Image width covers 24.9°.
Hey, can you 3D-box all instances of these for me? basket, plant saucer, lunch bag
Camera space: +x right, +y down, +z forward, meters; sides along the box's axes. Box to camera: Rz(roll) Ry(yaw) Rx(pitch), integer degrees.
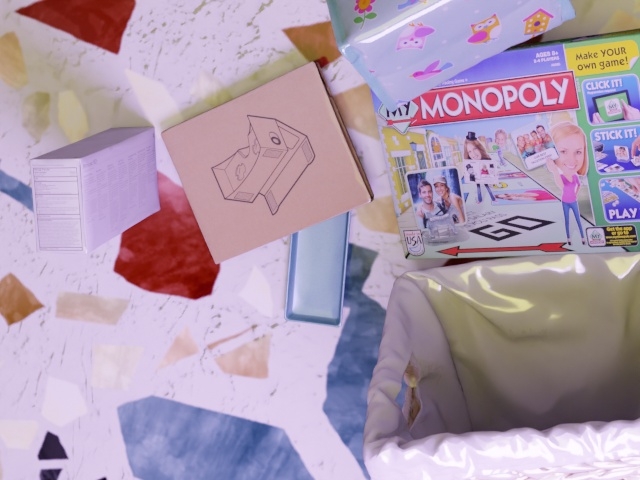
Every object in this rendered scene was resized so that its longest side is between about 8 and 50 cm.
[{"bbox_3d":[0.236,0.195,1.430,0.331,0.328,0.266,-8,118,13],"label":"basket"},{"bbox_3d":[0.000,0.000,1.621,0.067,0.018,0.192,7,102,10],"label":"plant saucer"},{"bbox_3d":[0.103,-0.301,1.445,0.223,0.160,0.262,-25,57,15],"label":"lunch bag"}]

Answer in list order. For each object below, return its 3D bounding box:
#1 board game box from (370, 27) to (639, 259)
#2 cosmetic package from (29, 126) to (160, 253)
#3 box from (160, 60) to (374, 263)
[{"bbox_3d":[0.206,-0.091,1.475,0.317,0.046,0.214,-3,106,38],"label":"board game box"},{"bbox_3d":[-0.236,-0.058,1.540,0.060,0.239,0.099,2,102,11],"label":"cosmetic package"},{"bbox_3d":[-0.060,-0.084,1.599,0.201,0.021,0.164,-22,93,21],"label":"box"}]
